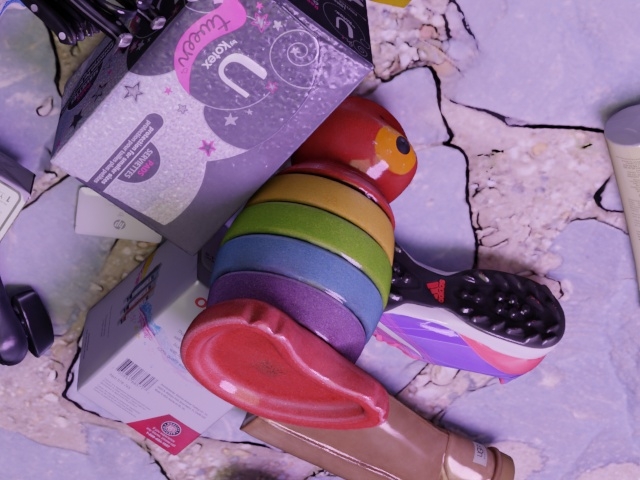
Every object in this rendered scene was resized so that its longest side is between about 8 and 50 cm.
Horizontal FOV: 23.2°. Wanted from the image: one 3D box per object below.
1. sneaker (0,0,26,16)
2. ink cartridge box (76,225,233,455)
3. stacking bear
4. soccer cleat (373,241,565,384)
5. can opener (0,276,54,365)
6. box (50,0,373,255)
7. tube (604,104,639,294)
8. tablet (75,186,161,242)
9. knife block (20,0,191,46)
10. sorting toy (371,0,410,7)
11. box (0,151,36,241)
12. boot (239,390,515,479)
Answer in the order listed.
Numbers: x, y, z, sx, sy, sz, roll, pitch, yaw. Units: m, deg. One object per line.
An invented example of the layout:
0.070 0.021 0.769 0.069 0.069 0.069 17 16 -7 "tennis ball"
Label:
-0.321 -0.154 1.305 0.081 0.080 0.211 40 78 -35 "sneaker"
-0.126 0.088 1.492 0.128 0.127 0.176 39 114 -24 "ink cartridge box"
0.000 0.000 1.356 0.175 0.289 0.164 37 148 -27 "stacking bear"
0.073 0.063 1.508 0.318 0.109 0.116 17 140 -11 "soccer cleat"
-0.323 0.045 1.506 0.059 0.073 0.186 7 130 40 "can opener"
-0.095 -0.139 1.332 0.163 0.142 0.247 34 116 -23 "box"
0.326 -0.022 1.490 0.070 0.062 0.240 15 143 41 "tube"
-0.191 -0.024 1.488 0.083 0.006 0.054 7 124 -7 "tablet"
-0.205 -0.283 1.183 0.242 0.088 0.276 -3 108 20 "knife block"
0.029 -0.322 1.242 0.229 0.041 0.307 -26 125 -13 "sorting toy"
-0.404 0.023 1.400 0.169 0.087 0.290 32 99 -14 "box"
0.034 0.241 1.638 0.269 0.089 0.236 29 115 -17 "boot"
